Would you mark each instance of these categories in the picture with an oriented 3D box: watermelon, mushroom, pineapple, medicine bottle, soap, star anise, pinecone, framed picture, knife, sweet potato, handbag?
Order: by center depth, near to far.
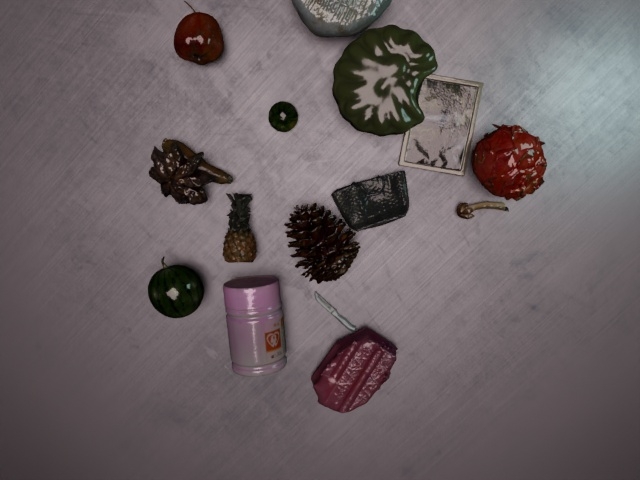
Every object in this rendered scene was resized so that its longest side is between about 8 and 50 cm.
[{"bbox_3d":[-0.478,-0.212,1.760,0.236,0.109,0.223,23,127,-3],"label":"star anise"},{"bbox_3d":[-0.001,0.001,1.778,0.246,0.246,0.292,-33,82,7],"label":"pinecone"},{"bbox_3d":[-0.132,-0.423,1.780,0.105,0.062,0.106,2,106,8],"label":"watermelon"},{"bbox_3d":[0.413,-0.399,1.791,0.240,0.020,0.324,11,100,0],"label":"framed picture"},{"bbox_3d":[-0.430,-0.265,1.812,0.273,0.075,0.075,32,99,-6],"label":"sweet potato"},{"bbox_3d":[0.185,-0.135,1.816,0.270,0.088,0.175,-17,91,4],"label":"handbag"},{"bbox_3d":[0.570,-0.111,1.818,0.187,0.061,0.060,-7,94,-1],"label":"mushroom"},{"bbox_3d":[-0.282,-0.044,1.827,0.128,0.128,0.248,1,93,1],"label":"pineapple"},{"bbox_3d":[-0.512,0.167,1.828,0.188,0.188,0.215,-15,105,4],"label":"watermelon"},{"bbox_3d":[-0.229,0.296,1.834,0.202,0.202,0.316,-4,100,2],"label":"medicine bottle"},{"bbox_3d":[0.117,0.478,1.893,0.220,0.127,0.325,32,100,-3],"label":"soap"},{"bbox_3d":[0.050,0.265,1.916,0.210,0.015,0.028,42,105,-5],"label":"knife"}]

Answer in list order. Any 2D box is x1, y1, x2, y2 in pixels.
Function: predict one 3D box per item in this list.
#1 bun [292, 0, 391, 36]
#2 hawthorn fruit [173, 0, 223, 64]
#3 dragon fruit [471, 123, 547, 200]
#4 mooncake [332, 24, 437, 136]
[{"bbox_3d":[0.056,-0.814,1.642,0.354,0.194,0.355,0,101,-1],"label":"bun"},{"bbox_3d":[-0.398,-0.689,1.713,0.162,0.162,0.204,4,82,1],"label":"hawthorn fruit"},{"bbox_3d":[0.620,-0.253,1.708,0.252,0.241,0.241,30,99,8],"label":"dragon fruit"},{"bbox_3d":[0.203,-0.514,1.687,0.351,0.187,0.351,1,101,6],"label":"mooncake"}]
